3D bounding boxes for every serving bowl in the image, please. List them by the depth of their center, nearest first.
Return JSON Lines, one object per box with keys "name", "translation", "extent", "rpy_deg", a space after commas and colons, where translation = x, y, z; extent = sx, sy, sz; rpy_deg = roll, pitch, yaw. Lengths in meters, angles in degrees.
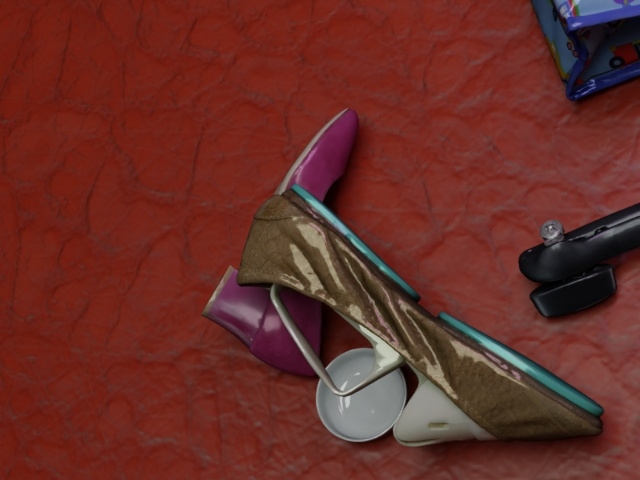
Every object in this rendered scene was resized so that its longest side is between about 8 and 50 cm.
{"name": "serving bowl", "translation": [0.039, 0.137, 1.309], "extent": [0.083, 0.027, 0.083], "rpy_deg": [-7, 69, 19]}

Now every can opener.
{"name": "can opener", "translation": [0.254, -0.005, 1.264], "extent": [0.186, 0.073, 0.059], "rpy_deg": [-27, 25, 8]}

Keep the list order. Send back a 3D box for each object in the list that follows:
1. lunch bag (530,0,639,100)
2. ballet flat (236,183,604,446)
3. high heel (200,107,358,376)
{"name": "lunch bag", "translation": [0.321, -0.282, 1.305], "extent": [0.293, 0.138, 0.221], "rpy_deg": [-17, 67, 2]}
{"name": "ballet flat", "translation": [0.066, 0.091, 1.248], "extent": [0.342, 0.116, 0.124], "rpy_deg": [36, 90, 13]}
{"name": "high heel", "translation": [0.000, 0.000, 1.363], "extent": [0.117, 0.082, 0.244], "rpy_deg": [32, 69, -3]}
